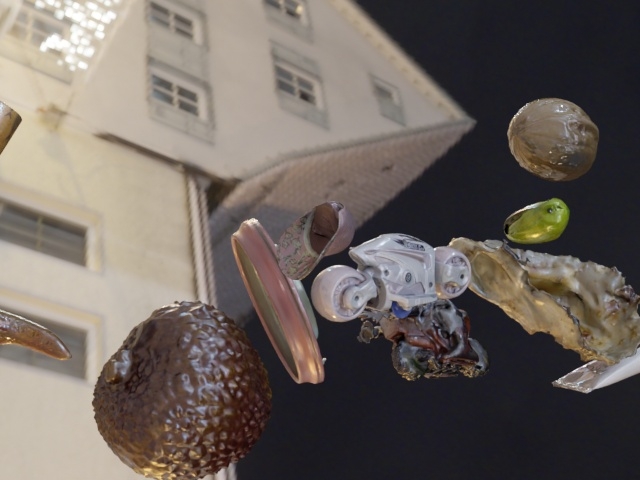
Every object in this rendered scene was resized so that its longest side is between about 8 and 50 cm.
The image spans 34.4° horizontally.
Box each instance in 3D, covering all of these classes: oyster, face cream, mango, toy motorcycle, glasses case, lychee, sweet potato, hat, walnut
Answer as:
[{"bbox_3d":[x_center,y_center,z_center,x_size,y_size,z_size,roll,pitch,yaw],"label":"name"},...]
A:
[{"bbox_3d":[0.352,0.085,1.643,0.133,0.337,0.198,-62,180,29],"label":"oyster"},{"bbox_3d":[0.500,0.195,1.684,0.092,0.243,0.058,0,-71,68],"label":"face cream"},{"bbox_3d":[0.402,-0.028,1.925,0.165,0.091,0.074,139,-60,-65],"label":"mango"},{"bbox_3d":[0.098,0.043,1.363,0.112,0.254,0.113,18,-68,51],"label":"toy motorcycle"},{"bbox_3d":[-0.415,-0.082,1.223,0.064,0.041,0.170,-6,-126,58],"label":"glasses case"},{"bbox_3d":[0.194,0.188,2.130,0.134,0.400,0.207,-37,-118,40],"label":"toy motorcycle"},{"bbox_3d":[-0.144,0.160,1.072,0.194,0.194,0.195,-34,-134,43],"label":"lychee"},{"bbox_3d":[-0.474,0.124,1.437,0.078,0.255,0.058,-105,-152,-53],"label":"sweet potato"},{"bbox_3d":[-0.001,0.003,0.991,0.058,0.042,0.087,35,-89,44],"label":"hat"},{"bbox_3d":[0.391,-0.169,1.737,0.140,0.162,0.140,-21,-121,40],"label":"walnut"}]

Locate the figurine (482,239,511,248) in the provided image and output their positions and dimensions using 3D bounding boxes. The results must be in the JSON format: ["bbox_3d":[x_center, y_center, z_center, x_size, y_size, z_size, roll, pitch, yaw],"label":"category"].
[{"bbox_3d":[0.310,0.041,1.808,0.082,0.086,0.094,96,13,-49],"label":"figurine"}]

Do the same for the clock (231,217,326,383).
[{"bbox_3d":[-0.052,0.084,1.407,0.056,0.244,0.244,-25,-147,-11],"label":"clock"}]
